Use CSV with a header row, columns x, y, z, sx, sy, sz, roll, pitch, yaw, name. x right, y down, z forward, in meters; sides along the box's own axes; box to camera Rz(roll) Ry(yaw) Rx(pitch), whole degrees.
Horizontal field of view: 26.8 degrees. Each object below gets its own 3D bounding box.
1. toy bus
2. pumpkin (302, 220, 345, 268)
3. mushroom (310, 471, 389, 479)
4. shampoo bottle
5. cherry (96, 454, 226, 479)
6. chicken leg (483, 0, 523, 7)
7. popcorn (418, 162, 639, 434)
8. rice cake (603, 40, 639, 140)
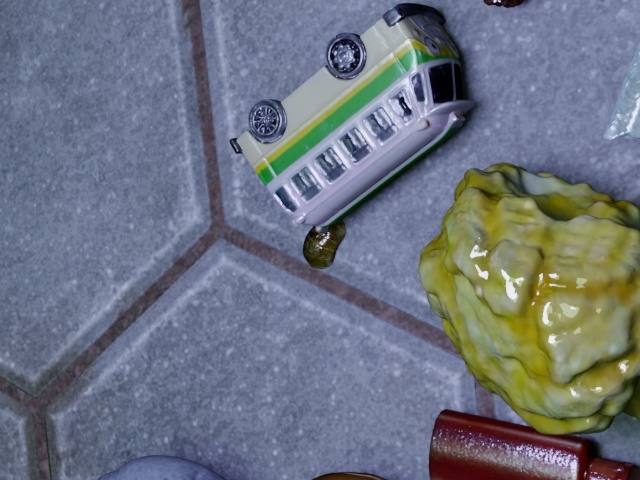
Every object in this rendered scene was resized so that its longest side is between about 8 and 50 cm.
x,y,z,sx,sy,sz,roll,pitch,yaw,name
0.054,-0.158,1.757,0.305,0.143,0.179,-37,76,25,toy bus
0.000,0.000,1.861,0.050,0.028,0.083,33,103,27,pumpkin
0.051,0.431,1.791,0.233,0.302,0.208,11,54,32,mushroom
0.267,0.285,1.696,0.260,0.064,0.102,8,96,30,shampoo bottle
-0.209,0.436,1.892,0.296,0.218,0.255,46,120,26,cherry
0.292,-0.431,1.649,0.322,0.083,0.177,-53,53,24,chicken leg
0.254,0.078,1.545,0.293,0.334,0.292,13,102,-11,popcorn
0.406,-0.209,1.595,0.069,0.063,0.206,23,105,21,rice cake
